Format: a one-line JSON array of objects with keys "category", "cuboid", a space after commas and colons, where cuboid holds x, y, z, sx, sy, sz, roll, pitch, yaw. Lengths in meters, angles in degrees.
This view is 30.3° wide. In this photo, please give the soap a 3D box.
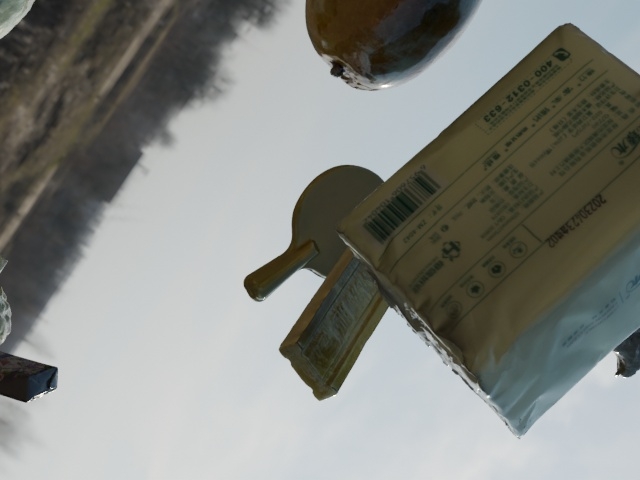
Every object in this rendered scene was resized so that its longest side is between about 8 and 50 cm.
[{"category": "soap", "cuboid": [0.032, 0.097, 1.556, 0.037, 0.092, 0.252, -23, -160, 37]}]

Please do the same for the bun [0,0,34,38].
[{"category": "bun", "cuboid": [-0.436, -0.340, 1.219, 0.361, 0.361, 0.213, -52, 174, 19]}]

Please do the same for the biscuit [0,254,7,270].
[{"category": "biscuit", "cuboid": [-0.567, 0.088, 1.855, 0.188, 0.052, 0.056, -52, -165, -21]}]

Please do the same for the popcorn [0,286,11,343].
[{"category": "popcorn", "cuboid": [-0.485, 0.083, 1.563, 0.180, 0.170, 0.180, 13, 90, -69]}]

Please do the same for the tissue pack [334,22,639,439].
[{"category": "tissue pack", "cuboid": [0.253, -0.015, 1.350, 0.380, 0.207, 0.297, -40, -127, -1]}]

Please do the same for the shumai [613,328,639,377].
[{"category": "shumai", "cuboid": [0.366, 0.096, 1.574, 0.206, 0.175, 0.166, -31, -129, 40]}]

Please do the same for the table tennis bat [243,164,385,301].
[{"category": "table tennis bat", "cuboid": [0.000, 0.000, 2.041, 0.321, 0.198, 0.050, -36, -154, -19]}]

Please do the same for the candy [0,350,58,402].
[{"category": "candy", "cuboid": [-0.639, 0.235, 2.211, 0.088, 0.312, 0.061, -26, 123, -61]}]

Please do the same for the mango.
[{"category": "mango", "cuboid": [0.115, -0.362, 1.464, 0.199, 0.221, 0.384, 9, -111, 57]}]
